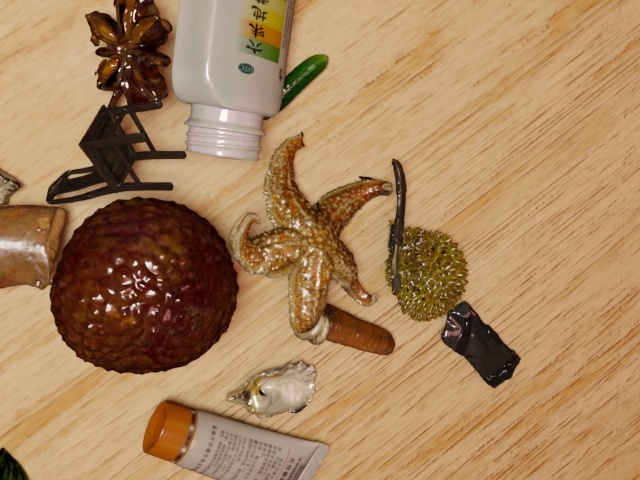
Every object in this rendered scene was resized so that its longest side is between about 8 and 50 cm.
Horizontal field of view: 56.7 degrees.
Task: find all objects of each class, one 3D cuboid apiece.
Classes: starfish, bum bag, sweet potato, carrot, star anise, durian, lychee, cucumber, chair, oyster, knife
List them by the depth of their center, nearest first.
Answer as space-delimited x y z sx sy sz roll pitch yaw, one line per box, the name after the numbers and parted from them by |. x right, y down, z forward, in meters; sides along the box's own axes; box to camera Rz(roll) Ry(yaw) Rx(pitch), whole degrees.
-0.532 0.010 0.812 0.337 0.131 0.131 1 101 -15 | sweet potato
-0.305 -0.117 0.812 0.212 0.084 0.101 -4 136 15 | chair
-0.239 0.060 0.829 0.261 0.260 0.260 -3 101 -14 | lychee
-0.281 -0.249 0.830 0.234 0.073 0.177 -22 83 34 | star anise
-0.046 -0.242 0.932 0.155 0.037 0.037 -45 108 -3 | cucumber
0.004 0.000 0.946 0.312 0.113 0.303 51 59 -18 | starfish
0.125 -0.022 0.972 0.045 0.021 0.222 -6 98 -55 | knife
0.180 0.046 1.017 0.146 0.102 0.208 -32 103 -1 | durian
-0.071 0.262 1.020 0.146 0.045 0.121 -44 105 -10 | oyster
0.050 0.157 1.026 0.186 0.060 0.060 27 93 -21 | carrot
0.301 0.199 1.103 0.198 0.049 0.087 44 83 -17 | bum bag

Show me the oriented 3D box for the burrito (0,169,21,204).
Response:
-0.511 -0.111 0.836 0.171 0.042 0.051 35 94 -21 | burrito

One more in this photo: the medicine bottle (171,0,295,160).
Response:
-0.119 -0.279 0.838 0.124 0.179 0.324 15 100 28 | medicine bottle

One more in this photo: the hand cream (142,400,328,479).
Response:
-0.135 0.358 1.003 0.314 0.089 0.139 32 93 -22 | hand cream

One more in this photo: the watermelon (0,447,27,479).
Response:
-0.511 0.445 0.911 0.145 0.137 0.193 47 45 -17 | watermelon
